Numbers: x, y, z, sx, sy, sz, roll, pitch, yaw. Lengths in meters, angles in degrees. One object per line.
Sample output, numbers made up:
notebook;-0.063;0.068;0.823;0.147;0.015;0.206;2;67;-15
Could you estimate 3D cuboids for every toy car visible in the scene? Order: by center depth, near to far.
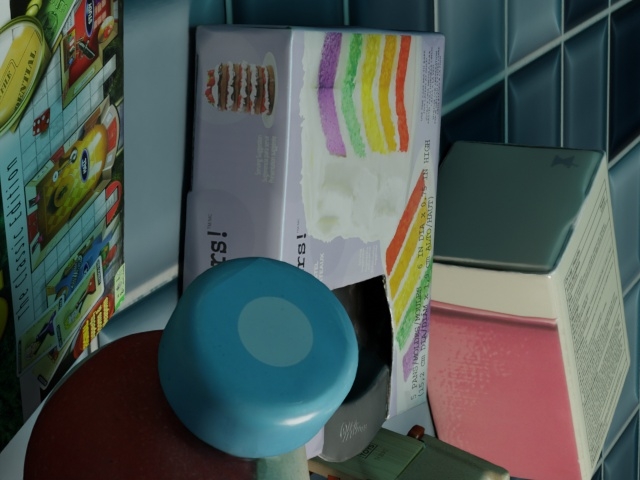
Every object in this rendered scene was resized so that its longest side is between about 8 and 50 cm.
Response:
toy car;-0.124;0.128;0.649;0.219;0.238;0.210;123;-34;-52

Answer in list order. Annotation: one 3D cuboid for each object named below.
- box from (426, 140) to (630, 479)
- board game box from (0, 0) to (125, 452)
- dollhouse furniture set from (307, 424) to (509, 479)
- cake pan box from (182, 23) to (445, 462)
box;0.157;0.057;1.323;0.149;0.126;0.232;-60;146;-42
board game box;-0.124;-0.014;0.674;0.136;0.030;0.260;-51;161;-34
dollhouse furniture set;0.035;0.256;1.142;0.262;0.135;0.259;-37;140;-59
cake pan box;0.000;0.000;1.034;0.245;0.070;0.267;-8;103;-63
